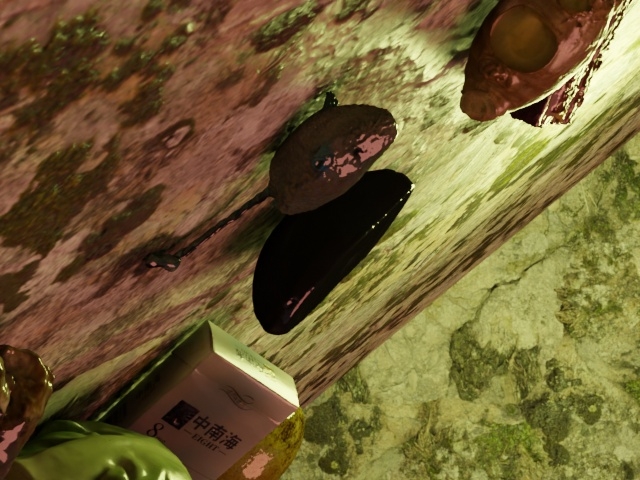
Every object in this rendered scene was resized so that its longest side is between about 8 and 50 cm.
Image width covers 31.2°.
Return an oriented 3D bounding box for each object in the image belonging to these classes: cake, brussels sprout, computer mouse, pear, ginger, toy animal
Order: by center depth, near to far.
[{"bbox_3d":[-0.041,-0.047,1.014,0.253,0.070,0.079,-31,138,21],"label":"toy animal"},{"bbox_3d":[0.216,-0.202,1.106,0.216,0.102,0.157,-46,174,27],"label":"ginger"},{"bbox_3d":[0.281,-0.233,1.222,0.295,0.113,0.116,-53,166,30],"label":"cake"},{"bbox_3d":[0.000,0.000,1.243,0.270,0.086,0.137,-41,168,-48],"label":"computer mouse"},{"bbox_3d":[-0.285,0.330,1.244,0.328,0.247,0.328,-45,159,-23],"label":"brussels sprout"},{"bbox_3d":[-0.118,0.261,1.599,0.197,0.197,0.197,-38,169,-9],"label":"pear"}]

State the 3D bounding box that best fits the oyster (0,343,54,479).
[{"bbox_3d":[-0.324,0.217,0.885,0.337,0.133,0.198,-54,143,-3],"label":"oyster"}]

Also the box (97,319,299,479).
[{"bbox_3d":[-0.165,0.228,1.435,0.243,0.155,0.067,-41,-147,15],"label":"box"}]
